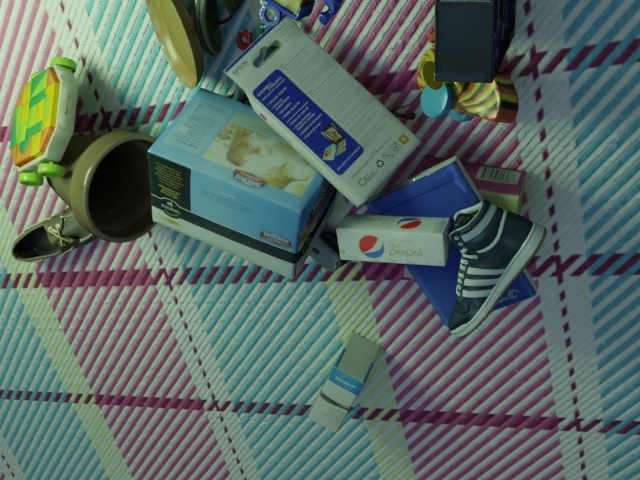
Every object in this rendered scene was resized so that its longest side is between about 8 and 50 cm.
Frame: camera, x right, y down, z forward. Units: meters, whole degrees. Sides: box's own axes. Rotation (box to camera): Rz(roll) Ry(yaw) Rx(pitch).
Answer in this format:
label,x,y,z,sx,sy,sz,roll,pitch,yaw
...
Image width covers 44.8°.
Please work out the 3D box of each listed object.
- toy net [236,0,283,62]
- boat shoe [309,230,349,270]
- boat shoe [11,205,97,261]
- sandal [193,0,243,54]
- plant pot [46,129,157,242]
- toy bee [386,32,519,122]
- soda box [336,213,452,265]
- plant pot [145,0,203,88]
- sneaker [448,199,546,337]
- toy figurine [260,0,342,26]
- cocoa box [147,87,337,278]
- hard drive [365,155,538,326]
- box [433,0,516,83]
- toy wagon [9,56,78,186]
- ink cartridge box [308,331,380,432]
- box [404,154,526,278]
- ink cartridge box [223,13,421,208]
label,x,y,z,sx,sy,sz,roll,pitch,yaw
toy net,-0.102,-0.438,1.566,0.122,0.045,0.232,19,124,13
boat shoe,0.000,0.000,1.788,0.183,0.083,0.065,43,131,28
boat shoe,-0.682,-0.018,2.037,0.324,0.097,0.116,-16,113,30
sandal,-0.191,-0.503,1.521,0.086,0.120,0.303,12,125,-1
plant pot,-0.513,-0.150,1.818,0.229,0.263,0.263,22,129,33
toy bee,0.232,-0.303,1.438,0.298,0.195,0.162,9,99,30
soda box,0.144,-0.002,1.520,0.216,0.069,0.074,3,120,22
plant pot,-0.294,-0.426,1.585,0.236,0.032,0.236,52,158,31
sneaker,0.283,0.049,1.470,0.153,0.099,0.282,30,119,-2
toy figurine,-0.082,-0.440,1.228,0.362,0.191,0.217,31,132,3
cocoa box,-0.156,-0.122,1.638,0.347,0.231,0.228,22,142,10
hard drive,0.260,0.011,1.547,0.210,0.040,0.319,-25,107,33
box,0.264,-0.393,1.300,0.103,0.261,0.184,9,124,18
toy wagon,-0.650,-0.262,1.786,0.344,0.068,0.267,-10,73,48
ink cartridge box,0.058,0.352,1.925,0.086,0.148,0.203,28,126,3
box,0.296,-0.031,1.605,0.213,0.117,0.243,11,123,17
ink cartridge box,0.003,-0.252,1.515,0.371,0.176,0.069,44,167,-1
